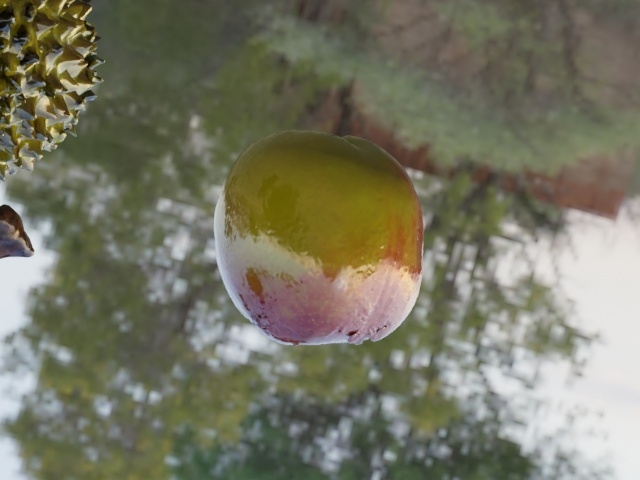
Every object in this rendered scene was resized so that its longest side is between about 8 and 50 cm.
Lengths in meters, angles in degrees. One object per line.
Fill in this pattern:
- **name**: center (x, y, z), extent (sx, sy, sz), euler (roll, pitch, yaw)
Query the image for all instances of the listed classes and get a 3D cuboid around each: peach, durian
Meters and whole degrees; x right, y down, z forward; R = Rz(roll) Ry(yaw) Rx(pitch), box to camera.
- **peach**: center (0.000, 0.000, 1.730), extent (0.231, 0.231, 0.231), euler (15, -174, -2)
- **durian**: center (-0.314, -0.176, 1.391), extent (0.293, 0.258, 0.258), euler (48, -168, 8)

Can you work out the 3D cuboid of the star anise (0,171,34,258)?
- **star anise**: center (-0.366, -0.031, 1.577), extent (0.196, 0.111, 0.212), euler (2, -162, -29)
